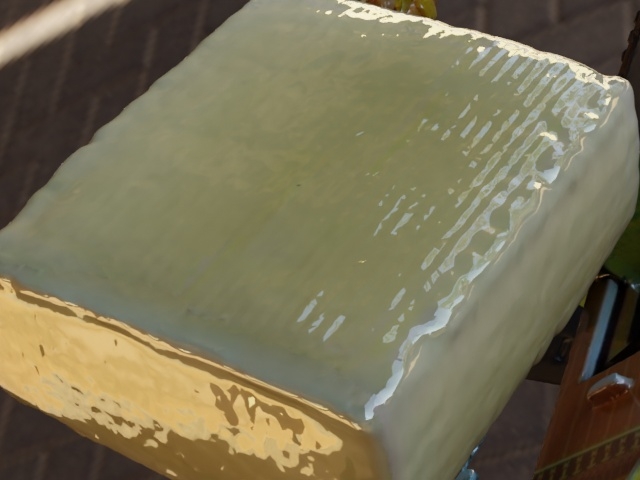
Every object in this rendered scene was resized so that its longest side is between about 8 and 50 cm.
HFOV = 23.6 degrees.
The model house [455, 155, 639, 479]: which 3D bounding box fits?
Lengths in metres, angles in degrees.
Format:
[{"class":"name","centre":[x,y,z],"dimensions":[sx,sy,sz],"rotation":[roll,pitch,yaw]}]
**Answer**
[{"class":"model house","centre":[0.206,0.175,0.940],"dimensions":[0.340,0.300,0.323],"rotation":[-40,22,53]}]

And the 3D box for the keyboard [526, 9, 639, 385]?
[{"class":"keyboard","centre":[0.222,-0.043,1.069],"dimensions":[0.027,0.106,0.317],"rotation":[-128,54,-67]}]

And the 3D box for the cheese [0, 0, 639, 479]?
[{"class":"cheese","centre":[0.000,0.000,0.772],"dimensions":[0.243,0.123,0.265],"rotation":[23,49,24]}]

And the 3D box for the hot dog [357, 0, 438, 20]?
[{"class":"hot dog","centre":[0.048,-0.265,1.115],"dimensions":[0.072,0.115,0.268],"rotation":[-25,56,58]}]
